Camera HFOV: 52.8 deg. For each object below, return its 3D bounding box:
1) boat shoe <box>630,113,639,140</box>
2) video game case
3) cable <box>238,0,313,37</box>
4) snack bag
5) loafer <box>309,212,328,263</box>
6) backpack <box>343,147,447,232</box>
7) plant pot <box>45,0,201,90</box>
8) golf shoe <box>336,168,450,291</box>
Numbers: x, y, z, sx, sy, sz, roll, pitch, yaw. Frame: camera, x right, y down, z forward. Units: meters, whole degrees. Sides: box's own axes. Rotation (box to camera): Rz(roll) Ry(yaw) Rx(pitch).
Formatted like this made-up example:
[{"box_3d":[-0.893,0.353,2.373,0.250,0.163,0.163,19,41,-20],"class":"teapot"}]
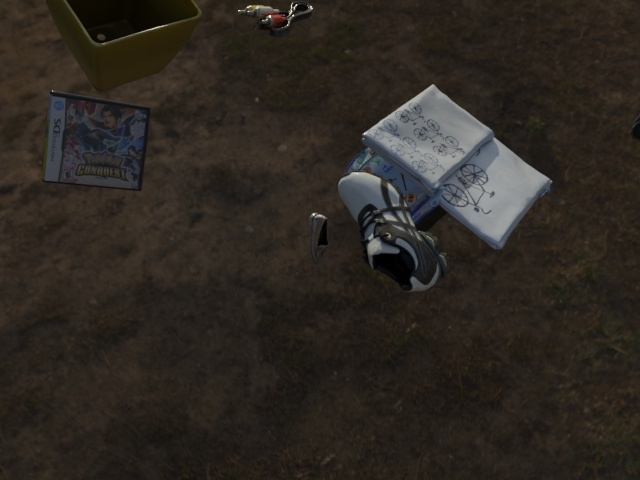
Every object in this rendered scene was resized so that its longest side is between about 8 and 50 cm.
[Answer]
[{"box_3d":[0.817,-0.282,1.586,0.065,0.206,0.075,-43,88,-7],"class":"boat shoe"},{"box_3d":[-0.633,-0.276,1.829,0.274,0.249,0.035,4,10,-31],"class":"video game case"},{"box_3d":[-0.099,-0.668,1.900,0.139,0.072,0.287,34,46,25],"class":"cable"},{"box_3d":[0.285,-0.157,1.283,0.342,0.037,0.323,42,45,10],"class":"snack bag"},{"box_3d":[0.000,0.000,1.456,0.039,0.125,0.045,16,33,36],"class":"loafer"},{"box_3d":[0.185,-0.128,1.713,0.276,0.213,0.263,-42,62,4],"class":"backpack"},{"box_3d":[-0.378,-0.404,1.189,0.212,0.187,0.212,-29,80,-31],"class":"plant pot"},{"box_3d":[0.082,-0.015,0.841,0.198,0.077,0.093,47,37,16],"class":"golf shoe"}]
